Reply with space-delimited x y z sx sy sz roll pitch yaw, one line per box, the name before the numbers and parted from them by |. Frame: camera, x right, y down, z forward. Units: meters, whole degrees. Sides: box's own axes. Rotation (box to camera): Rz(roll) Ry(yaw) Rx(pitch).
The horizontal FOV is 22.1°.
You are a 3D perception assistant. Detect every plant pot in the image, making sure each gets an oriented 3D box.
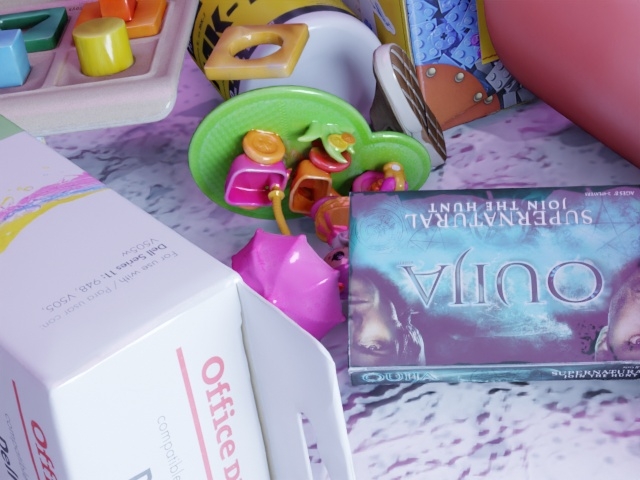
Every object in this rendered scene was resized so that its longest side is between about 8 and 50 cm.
plant pot | 0.282 -0.139 1.072 0.275 0.275 0.243 -22 47 -16

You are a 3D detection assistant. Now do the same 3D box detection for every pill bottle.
pill bottle | -0.040 -0.160 1.285 0.119 0.119 0.208 -21 36 -14

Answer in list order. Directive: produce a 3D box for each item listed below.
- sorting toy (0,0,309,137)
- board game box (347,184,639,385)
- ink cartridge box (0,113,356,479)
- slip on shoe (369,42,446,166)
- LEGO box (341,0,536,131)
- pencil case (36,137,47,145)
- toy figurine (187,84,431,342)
sorting toy | -0.183 -0.142 1.161 0.348 0.047 0.196 -7 34 6
board game box | 0.110 0.026 1.000 0.186 0.026 0.126 -2 60 5
ink cartridge box | -0.131 0.084 0.895 0.119 0.207 0.353 -30 39 -27
slip on shoe | 0.054 -0.091 1.161 0.041 0.135 0.051 -11 65 15
LEGO box | 0.136 -0.329 1.408 0.373 0.193 0.500 -20 36 -14
pencil case | -0.294 -0.006 1.133 0.124 0.113 0.273 -37 14 38
toy figurine | 0.000 0.000 1.091 0.173 0.130 0.159 8 47 -16
